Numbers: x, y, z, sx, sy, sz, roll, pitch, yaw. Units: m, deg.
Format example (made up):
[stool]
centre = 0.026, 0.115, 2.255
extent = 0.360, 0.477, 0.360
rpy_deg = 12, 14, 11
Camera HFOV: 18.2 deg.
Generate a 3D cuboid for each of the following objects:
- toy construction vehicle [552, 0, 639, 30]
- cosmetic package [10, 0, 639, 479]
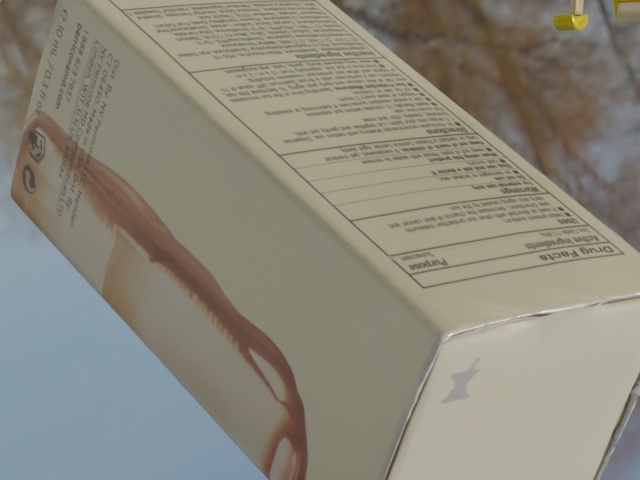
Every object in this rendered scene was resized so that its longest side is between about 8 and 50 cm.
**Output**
[toy construction vehicle]
centre = 0.149, -0.159, 1.029
extent = 0.086, 0.098, 0.035
rpy_deg = -3, -168, 39
[cosmetic package]
centre = 0.000, 0.000, 0.920
extent = 0.153, 0.129, 0.296
rpy_deg = -6, -143, -38
